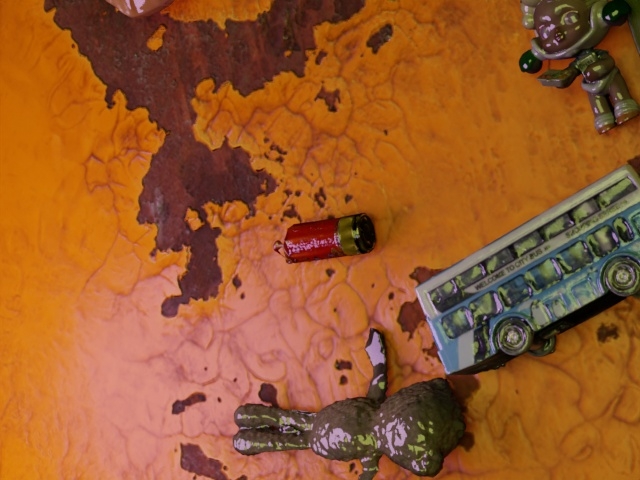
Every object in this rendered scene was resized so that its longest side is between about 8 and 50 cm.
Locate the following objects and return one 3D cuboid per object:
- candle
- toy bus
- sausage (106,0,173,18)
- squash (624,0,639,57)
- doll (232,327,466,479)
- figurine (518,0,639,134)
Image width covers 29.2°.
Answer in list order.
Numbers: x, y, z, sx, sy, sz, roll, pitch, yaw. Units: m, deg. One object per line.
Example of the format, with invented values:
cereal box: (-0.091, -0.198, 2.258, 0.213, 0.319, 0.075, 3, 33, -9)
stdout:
candle: (0.000, 0.000, 1.504, 0.130, 0.052, 0.052, -10, 83, 25)
toy bus: (0.258, 0.041, 1.352, 0.297, 0.106, 0.131, -33, 70, 22)
sausage: (-0.191, -0.394, 1.577, 0.241, 0.120, 0.136, -41, 86, 17)
squash: (0.360, -0.265, 1.339, 0.066, 0.066, 0.252, -22, 78, 23)
doll: (0.030, 0.233, 1.459, 0.285, 0.091, 0.203, -26, 43, 11)
figurine: (0.285, -0.215, 1.357, 0.147, 0.093, 0.197, -28, 76, 40)
